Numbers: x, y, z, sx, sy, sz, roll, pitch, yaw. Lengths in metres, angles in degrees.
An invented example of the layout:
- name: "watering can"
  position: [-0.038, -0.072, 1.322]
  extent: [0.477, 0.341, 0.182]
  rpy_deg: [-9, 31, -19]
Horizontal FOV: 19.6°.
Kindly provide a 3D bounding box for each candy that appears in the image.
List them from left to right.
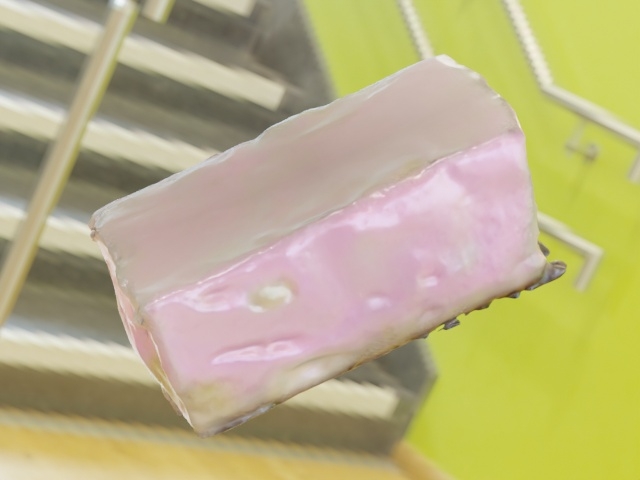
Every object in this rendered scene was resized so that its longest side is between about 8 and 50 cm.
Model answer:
- name: "candy"
  position: [0.000, 0.000, 1.148]
  extent: [0.155, 0.265, 0.115]
  rpy_deg: [54, -13, 56]
